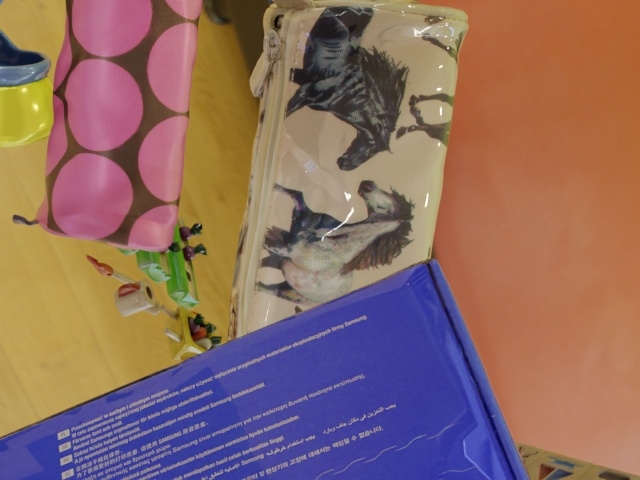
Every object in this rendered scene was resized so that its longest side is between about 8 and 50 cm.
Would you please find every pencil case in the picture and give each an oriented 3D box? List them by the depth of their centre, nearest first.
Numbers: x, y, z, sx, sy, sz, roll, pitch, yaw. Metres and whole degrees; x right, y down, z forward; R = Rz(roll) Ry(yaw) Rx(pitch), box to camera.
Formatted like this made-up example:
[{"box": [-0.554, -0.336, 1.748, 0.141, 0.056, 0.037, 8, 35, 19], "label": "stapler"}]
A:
[{"box": [-0.122, -0.101, 0.666, 0.095, 0.098, 0.209, 7, 102, -20], "label": "pencil case"}, {"box": [0.000, 0.000, 0.916, 0.184, 0.160, 0.410, 6, 98, -25], "label": "pencil case"}]

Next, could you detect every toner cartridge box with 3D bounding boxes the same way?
[{"box": [-0.084, 0.150, 0.422, 0.348, 0.165, 0.075, -22, 138, 6], "label": "toner cartridge box"}]

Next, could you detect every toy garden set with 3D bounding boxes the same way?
[{"box": [-0.164, 0.009, 1.095, 0.049, 0.203, 0.244, -20, 149, 10], "label": "toy garden set"}]

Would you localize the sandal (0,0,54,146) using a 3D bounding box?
[{"box": [-0.320, -0.166, 0.767, 0.126, 0.317, 0.138, -65, 167, -70], "label": "sandal"}]

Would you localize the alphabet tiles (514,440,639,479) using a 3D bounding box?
[{"box": [0.108, 0.188, 0.673, 0.198, 0.237, 0.009, -30, 112, -34], "label": "alphabet tiles"}]
